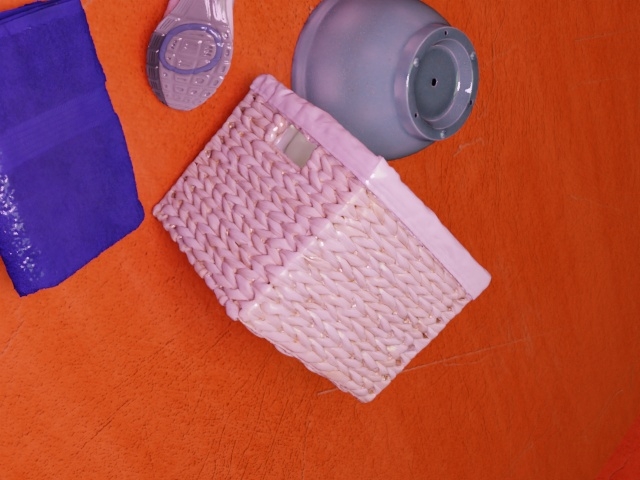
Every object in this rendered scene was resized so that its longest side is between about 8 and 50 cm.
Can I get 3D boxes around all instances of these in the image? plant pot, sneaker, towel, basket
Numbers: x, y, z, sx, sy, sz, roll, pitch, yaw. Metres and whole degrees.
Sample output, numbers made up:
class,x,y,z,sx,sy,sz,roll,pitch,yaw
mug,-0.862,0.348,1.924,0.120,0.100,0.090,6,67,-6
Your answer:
class,x,y,z,sx,sy,sz,roll,pitch,yaw
plant pot,0.125,-0.258,1.303,0.293,0.196,0.293,-14,112,-40
sneaker,-0.152,-0.315,1.078,0.111,0.129,0.297,17,115,-7
towel,-0.333,-0.115,0.969,0.227,0.076,0.308,-44,129,-49
basket,0.000,0.000,1.150,0.266,0.328,0.331,-48,134,3
